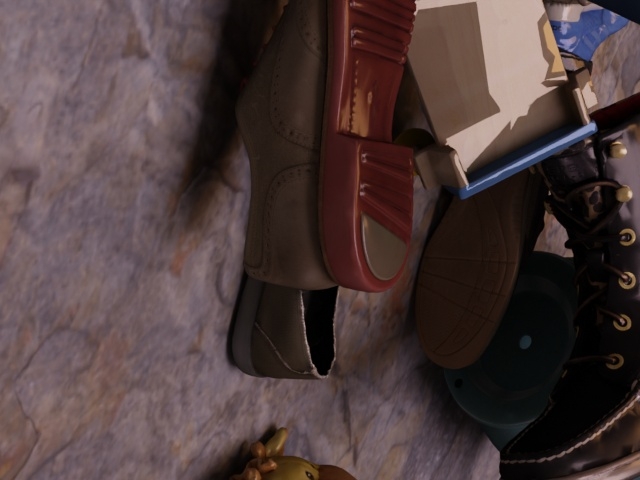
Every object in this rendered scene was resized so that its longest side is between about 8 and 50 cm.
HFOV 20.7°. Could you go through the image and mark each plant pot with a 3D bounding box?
[{"bbox_3d":[0.265,0.132,1.791,0.255,0.272,0.271,28,83,-46],"label":"plant pot"}]

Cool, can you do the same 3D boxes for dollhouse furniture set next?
[{"bbox_3d":[0.144,-0.237,1.523,0.303,0.198,0.286,-29,116,-9],"label":"dollhouse furniture set"}]

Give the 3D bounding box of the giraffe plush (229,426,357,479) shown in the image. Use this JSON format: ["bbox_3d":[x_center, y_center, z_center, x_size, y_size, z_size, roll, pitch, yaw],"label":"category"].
[{"bbox_3d":[-0.018,0.255,1.494,0.210,0.181,0.170,-9,109,-20],"label":"giraffe plush"}]

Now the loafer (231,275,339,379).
[{"bbox_3d":[0.000,0.000,1.396,0.094,0.087,0.251,-18,123,-56],"label":"loafer"}]

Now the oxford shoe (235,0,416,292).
[{"bbox_3d":[-0.009,-0.135,1.270,0.123,0.130,0.348,19,71,-59],"label":"oxford shoe"}]

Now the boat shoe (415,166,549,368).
[{"bbox_3d":[0.168,-0.016,1.668,0.092,0.103,0.285,4,99,-56],"label":"boat shoe"}]

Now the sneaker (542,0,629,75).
[{"bbox_3d":[0.259,-0.198,1.746,0.152,0.058,0.084,-13,114,-52],"label":"sneaker"}]

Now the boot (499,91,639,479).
[{"bbox_3d":[0.254,0.044,1.557,0.377,0.138,0.284,-28,103,-38],"label":"boot"}]
